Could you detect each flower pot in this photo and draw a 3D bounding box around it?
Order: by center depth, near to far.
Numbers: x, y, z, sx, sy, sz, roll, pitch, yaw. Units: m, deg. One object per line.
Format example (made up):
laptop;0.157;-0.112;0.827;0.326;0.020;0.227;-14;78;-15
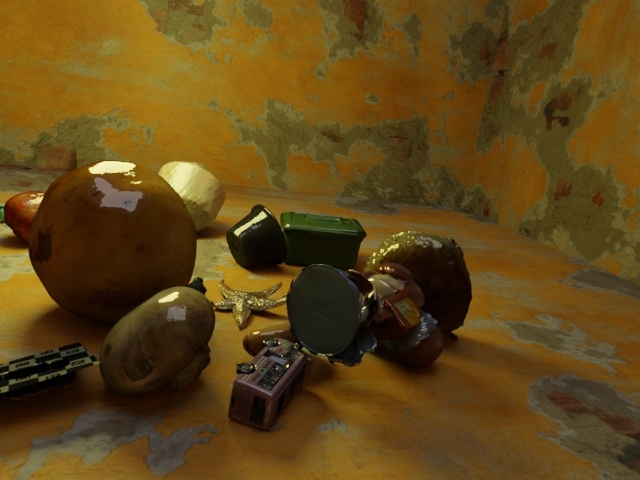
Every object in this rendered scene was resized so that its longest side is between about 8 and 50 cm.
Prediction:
flower pot;-0.242;0.005;1.714;0.148;0.236;0.235;-26;32;-29

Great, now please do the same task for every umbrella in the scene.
umbrella;-0.359;0.149;1.355;0.070;0.071;0.248;4;12;-16

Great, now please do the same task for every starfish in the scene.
starfish;-0.206;0.168;1.390;0.231;0.048;0.295;-10;19;-22

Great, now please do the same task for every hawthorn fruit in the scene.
hawthorn fruit;-0.965;-0.090;1.641;0.179;0.179;0.200;21;43;40

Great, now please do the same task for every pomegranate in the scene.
pomegranate;-0.503;0.010;1.207;0.415;0.418;0.417;8;15;-2

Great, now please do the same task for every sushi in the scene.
sushi;-0.529;0.258;0.869;0.215;0.051;0.192;-12;9;-37

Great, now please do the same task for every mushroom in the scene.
mushroom;-0.311;0.202;0.936;0.254;0.184;0.255;-23;18;8

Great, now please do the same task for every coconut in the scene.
coconut;-0.557;-0.198;2.014;0.328;0.329;0.329;8;15;-2

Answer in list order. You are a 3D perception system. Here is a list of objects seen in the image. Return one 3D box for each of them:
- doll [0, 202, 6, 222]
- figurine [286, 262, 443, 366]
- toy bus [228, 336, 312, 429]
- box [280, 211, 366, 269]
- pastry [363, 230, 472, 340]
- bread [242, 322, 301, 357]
doll;-1.159;-0.106;1.858;0.158;0.059;0.159;-7;20;-43
figurine;0.117;0.173;1.106;0.276;0.249;0.387;23;14;34
toy bus;-0.098;0.276;0.951;0.108;0.096;0.199;17;19;16
box;0.000;0.000;1.879;0.328;0.178;0.253;5;14;-6
pastry;0.263;0.128;1.326;0.329;0.330;0.136;11;26;10
bread;-0.091;0.233;1.111;0.189;0.078;0.114;-9;-12;-39
